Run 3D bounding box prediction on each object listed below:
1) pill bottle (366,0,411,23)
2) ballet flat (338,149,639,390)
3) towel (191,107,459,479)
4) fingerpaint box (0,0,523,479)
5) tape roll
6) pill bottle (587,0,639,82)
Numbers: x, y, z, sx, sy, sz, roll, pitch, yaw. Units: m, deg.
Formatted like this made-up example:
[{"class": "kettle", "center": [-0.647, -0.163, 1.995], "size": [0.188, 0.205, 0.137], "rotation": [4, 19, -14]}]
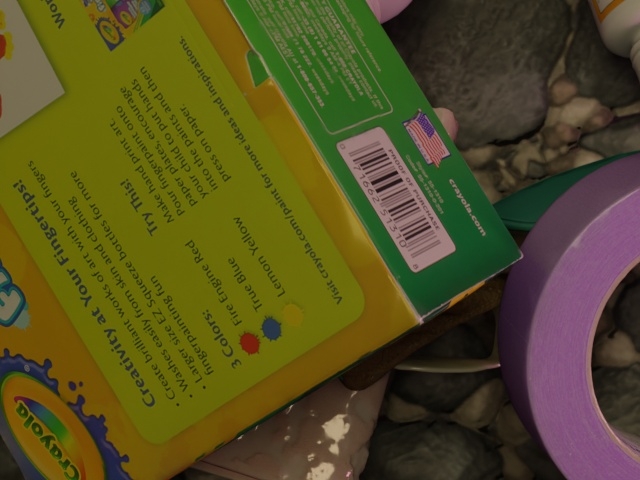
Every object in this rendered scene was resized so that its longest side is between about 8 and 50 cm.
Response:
[{"class": "pill bottle", "center": [0.005, -0.310, 1.427], "size": [0.224, 0.224, 0.392], "rotation": [17, 64, 12]}, {"class": "ballet flat", "center": [0.143, 0.032, 1.376], "size": [0.342, 0.116, 0.124], "rotation": [-20, 108, -25]}, {"class": "towel", "center": [-0.079, 0.018, 1.438], "size": [0.317, 0.053, 0.331], "rotation": [14, 80, 14]}, {"class": "fingerpaint box", "center": [-0.136, -0.073, 1.240], "size": [0.371, 0.163, 0.445], "rotation": [-35, 85, 35]}, {"class": "tape roll", "center": [0.273, 0.072, 1.302], "size": [0.275, 0.090, 0.274], "rotation": [-2, 103, -8]}, {"class": "pill bottle", "center": [0.269, -0.231, 1.455], "size": [0.117, 0.117, 0.215], "rotation": [-17, 71, 2]}]
